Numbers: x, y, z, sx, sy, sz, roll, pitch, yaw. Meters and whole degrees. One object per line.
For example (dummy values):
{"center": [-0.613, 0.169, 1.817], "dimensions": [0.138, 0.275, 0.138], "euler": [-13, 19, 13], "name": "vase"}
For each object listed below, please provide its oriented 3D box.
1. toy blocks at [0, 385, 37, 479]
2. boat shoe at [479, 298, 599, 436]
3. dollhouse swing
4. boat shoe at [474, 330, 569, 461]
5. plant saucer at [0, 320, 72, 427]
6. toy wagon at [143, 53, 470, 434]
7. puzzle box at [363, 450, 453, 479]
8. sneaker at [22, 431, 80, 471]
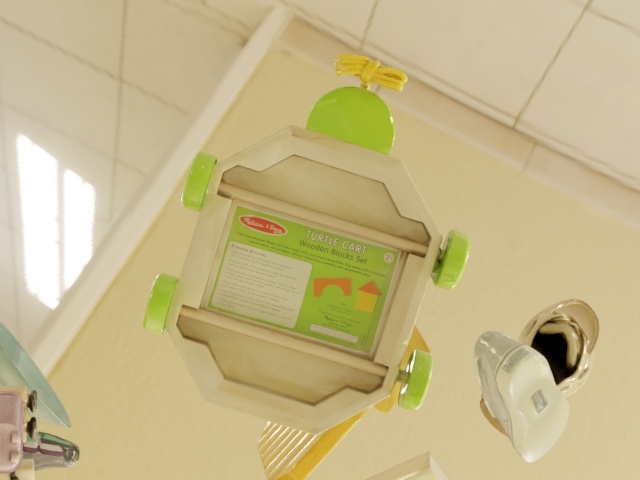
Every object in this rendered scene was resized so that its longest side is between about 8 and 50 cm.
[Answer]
{"center": [-0.421, 0.304, 1.037], "dimensions": [0.309, 0.288, 0.260], "euler": [0, -168, -13], "name": "toy blocks"}
{"center": [0.310, 0.147, 1.476], "dimensions": [0.109, 0.302, 0.098], "euler": [41, 128, 11], "name": "boat shoe"}
{"center": [-0.031, 0.157, 1.753], "dimensions": [0.315, 0.305, 0.347], "euler": [59, 176, -9], "name": "dollhouse swing"}
{"center": [0.228, 0.175, 1.302], "dimensions": [0.081, 0.079, 0.227], "euler": [41, 166, 39], "name": "boat shoe"}
{"center": [-0.398, 0.178, 1.481], "dimensions": [0.195, 0.037, 0.195], "euler": [52, 170, 13], "name": "plant saucer"}
{"center": [0.000, 0.000, 1.044], "dimensions": [0.267, 0.344, 0.068], "euler": [17, -179, -3], "name": "toy wagon"}
{"center": [0.112, 0.598, 2.250], "dimensions": [0.409, 0.052, 0.272], "euler": [-28, 117, 19], "name": "puzzle box"}
{"center": [-0.396, 0.263, 1.306], "dimensions": [0.224, 0.098, 0.083], "euler": [9, 174, -8], "name": "sneaker"}
